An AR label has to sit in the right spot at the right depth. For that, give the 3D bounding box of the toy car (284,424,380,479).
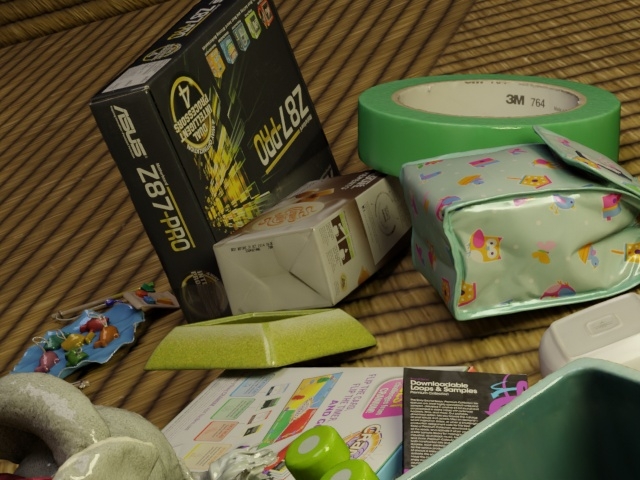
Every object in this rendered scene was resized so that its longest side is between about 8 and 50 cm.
[{"bbox_3d":[-0.011,0.274,1.399,0.188,0.155,0.149,-37,23,-7],"label":"toy car"}]

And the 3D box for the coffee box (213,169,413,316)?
[{"bbox_3d":[0.000,0.000,2.063,0.141,0.098,0.246,-8,15,31],"label":"coffee box"}]

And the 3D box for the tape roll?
[{"bbox_3d":[0.206,-0.139,2.144,0.321,0.077,0.321,-1,16,0],"label":"tape roll"}]

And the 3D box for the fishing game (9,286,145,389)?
[{"bbox_3d":[-0.308,0.125,2.191,0.189,0.041,0.264,-16,21,21],"label":"fishing game"}]

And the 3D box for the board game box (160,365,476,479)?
[{"bbox_3d":[-0.030,0.210,1.671,0.316,0.064,0.242,-3,27,39],"label":"board game box"}]

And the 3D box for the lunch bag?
[{"bbox_3d":[0.237,-0.026,1.874,0.262,0.160,0.223,-11,17,-5],"label":"lunch bag"}]

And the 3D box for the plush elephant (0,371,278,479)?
[{"bbox_3d":[-0.211,0.254,1.440,0.329,0.272,0.255,-8,13,11],"label":"plush elephant"}]

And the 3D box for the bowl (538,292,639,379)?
[{"bbox_3d":[0.275,0.102,1.662,0.142,0.053,0.142,-22,20,4],"label":"bowl"}]

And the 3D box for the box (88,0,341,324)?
[{"bbox_3d":[-0.120,-0.120,2.219,0.097,0.318,0.395,-10,22,25],"label":"box"}]

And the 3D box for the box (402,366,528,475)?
[{"bbox_3d":[0.130,0.177,1.542,0.116,0.029,0.162,4,39,0],"label":"box"}]

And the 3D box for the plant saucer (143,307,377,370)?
[{"bbox_3d":[-0.065,0.105,1.892,0.188,0.045,0.188,-4,3,38],"label":"plant saucer"}]

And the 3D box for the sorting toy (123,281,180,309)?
[{"bbox_3d":[-0.220,0.070,2.235,0.062,0.012,0.083,-2,18,-27],"label":"sorting toy"}]

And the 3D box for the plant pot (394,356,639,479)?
[{"bbox_3d":[0.186,0.258,1.076,0.247,0.252,0.247,-31,22,-23],"label":"plant pot"}]
